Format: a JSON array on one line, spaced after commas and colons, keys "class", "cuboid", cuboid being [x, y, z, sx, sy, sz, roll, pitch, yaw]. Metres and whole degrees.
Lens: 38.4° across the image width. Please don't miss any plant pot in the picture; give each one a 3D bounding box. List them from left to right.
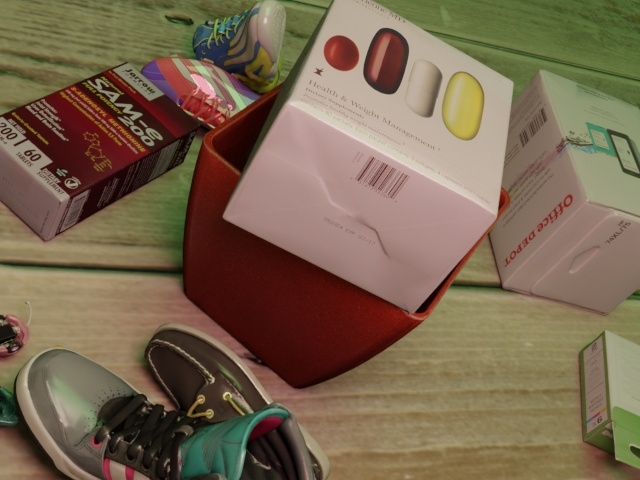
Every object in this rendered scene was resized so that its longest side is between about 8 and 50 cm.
[{"class": "plant pot", "cuboid": [0.000, 0.000, 1.008, 0.267, 0.236, 0.267, 40, 41, 5]}]

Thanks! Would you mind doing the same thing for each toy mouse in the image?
[{"class": "toy mouse", "cuboid": [-0.298, 0.123, 0.850, 0.143, 0.031, 0.161, 4, 49, -31]}]

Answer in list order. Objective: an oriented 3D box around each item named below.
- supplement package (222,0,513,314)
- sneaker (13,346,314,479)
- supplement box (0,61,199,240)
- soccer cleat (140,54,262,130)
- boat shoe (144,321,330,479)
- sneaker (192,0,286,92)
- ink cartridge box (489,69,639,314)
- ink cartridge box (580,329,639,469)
[{"class": "supplement package", "cuboid": [0.049, -0.085, 0.828, 0.194, 0.149, 0.203, 27, 43, -9]}, {"class": "sneaker", "cuboid": [-0.116, 0.176, 0.778, 0.295, 0.178, 0.124, 43, 41, -6]}, {"class": "supplement box", "cuboid": [-0.266, -0.110, 1.060, 0.130, 0.073, 0.239, 41, 40, 7]}, {"class": "soccer cleat", "cuboid": [-0.120, -0.164, 1.206, 0.248, 0.083, 0.095, 22, 47, -18]}, {"class": "boat shoe", "cuboid": [-0.091, 0.174, 0.900, 0.228, 0.081, 0.068, 42, 37, 4]}, {"class": "sneaker", "cuboid": [-0.114, -0.257, 1.220, 0.126, 0.240, 0.091, 11, 78, -2]}, {"class": "ink cartridge box", "cuboid": [0.371, -0.068, 1.345, 0.197, 0.198, 0.270, 15, 46, -22]}, {"class": "ink cartridge box", "cuboid": [0.401, 0.227, 1.188, 0.109, 0.062, 0.209, 25, 42, -11]}]
